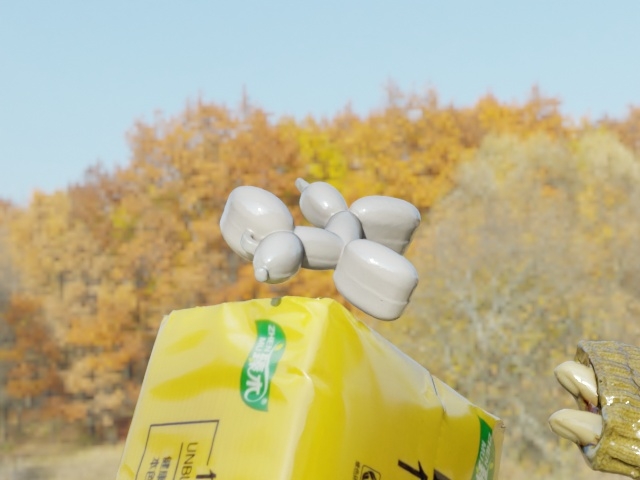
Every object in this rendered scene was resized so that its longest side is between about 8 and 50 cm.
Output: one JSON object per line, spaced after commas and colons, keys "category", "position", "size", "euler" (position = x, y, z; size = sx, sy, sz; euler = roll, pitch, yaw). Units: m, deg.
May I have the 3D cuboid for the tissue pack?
{"category": "tissue pack", "position": [-0.021, 0.274, 1.079], "size": [0.228, 0.381, 0.293], "euler": [-11, -35, 39]}

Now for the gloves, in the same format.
{"category": "gloves", "position": [0.379, 0.145, 1.186], "size": [0.357, 0.155, 0.203], "euler": [-3, -14, 4]}

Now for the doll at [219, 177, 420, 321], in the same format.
{"category": "doll", "position": [0.000, 0.000, 1.066], "size": [0.160, 0.059, 0.161], "euler": [20, 31, -5]}
